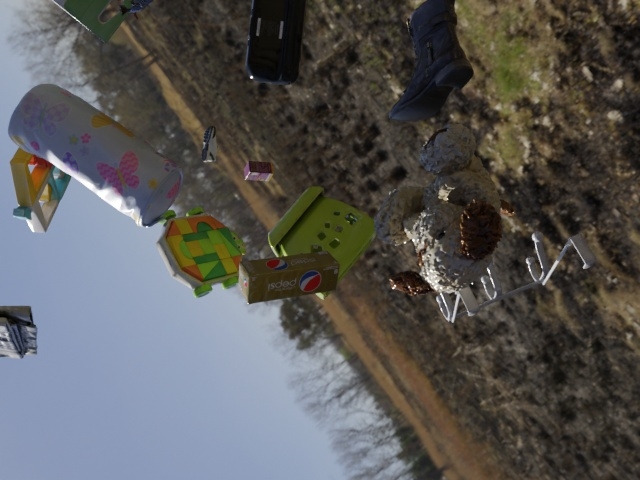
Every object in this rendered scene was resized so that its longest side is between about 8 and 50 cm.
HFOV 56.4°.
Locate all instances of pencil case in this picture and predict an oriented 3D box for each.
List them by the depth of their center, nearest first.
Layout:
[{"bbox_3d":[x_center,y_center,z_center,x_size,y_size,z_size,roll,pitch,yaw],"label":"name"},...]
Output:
[{"bbox_3d":[-0.354,-0.134,0.949,0.273,0.124,0.113,32,-167,2],"label":"pencil case"}]

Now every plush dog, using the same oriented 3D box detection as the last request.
[{"bbox_3d":[0.213,-0.015,0.951,0.211,0.225,0.262,24,139,-9],"label":"plush dog"}]

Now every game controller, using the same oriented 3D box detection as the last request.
[{"bbox_3d":[-0.134,-0.639,1.822,0.167,0.319,0.067,6,179,4],"label":"game controller"}]

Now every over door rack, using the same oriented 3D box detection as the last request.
[{"bbox_3d":[0.353,0.064,1.161,0.324,0.240,0.108,66,-179,-79],"label":"over door rack"}]

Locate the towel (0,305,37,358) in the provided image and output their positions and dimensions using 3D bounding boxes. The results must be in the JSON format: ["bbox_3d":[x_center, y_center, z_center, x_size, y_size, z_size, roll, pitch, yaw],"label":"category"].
[{"bbox_3d":[-0.824,0.226,1.371,0.312,0.324,0.056,125,140,-55],"label":"towel"}]

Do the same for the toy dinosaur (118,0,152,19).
[{"bbox_3d":[-0.243,-0.342,0.822,0.090,0.082,0.047,-56,-45,-75],"label":"toy dinosaur"}]

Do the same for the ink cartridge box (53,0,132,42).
[{"bbox_3d":[-0.395,-0.426,0.944,0.209,0.109,0.062,38,-175,-23],"label":"ink cartridge box"}]

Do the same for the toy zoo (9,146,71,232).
[{"bbox_3d":[-0.585,-0.154,1.268,0.192,0.030,0.293,99,174,-46],"label":"toy zoo"}]

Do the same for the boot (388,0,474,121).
[{"bbox_3d":[0.239,-0.422,1.377,0.091,0.263,0.229,5,-116,-38],"label":"boot"}]

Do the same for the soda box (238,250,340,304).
[{"bbox_3d":[-0.058,0.067,1.109,0.058,0.181,0.061,46,136,52],"label":"soda box"}]

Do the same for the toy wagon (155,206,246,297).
[{"bbox_3d":[-0.334,0.022,1.794,0.344,0.068,0.267,-14,-108,-55],"label":"toy wagon"}]

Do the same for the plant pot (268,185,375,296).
[{"bbox_3d":[0.000,0.000,1.524,0.207,0.227,0.228,39,173,7],"label":"plant pot"}]

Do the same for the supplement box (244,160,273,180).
[{"bbox_3d":[-0.201,-0.226,1.946,0.055,0.083,0.043,136,131,-56],"label":"supplement box"}]

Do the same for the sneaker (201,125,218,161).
[{"bbox_3d":[-0.326,-0.288,1.787,0.044,0.109,0.040,1,-160,-40],"label":"sneaker"}]
